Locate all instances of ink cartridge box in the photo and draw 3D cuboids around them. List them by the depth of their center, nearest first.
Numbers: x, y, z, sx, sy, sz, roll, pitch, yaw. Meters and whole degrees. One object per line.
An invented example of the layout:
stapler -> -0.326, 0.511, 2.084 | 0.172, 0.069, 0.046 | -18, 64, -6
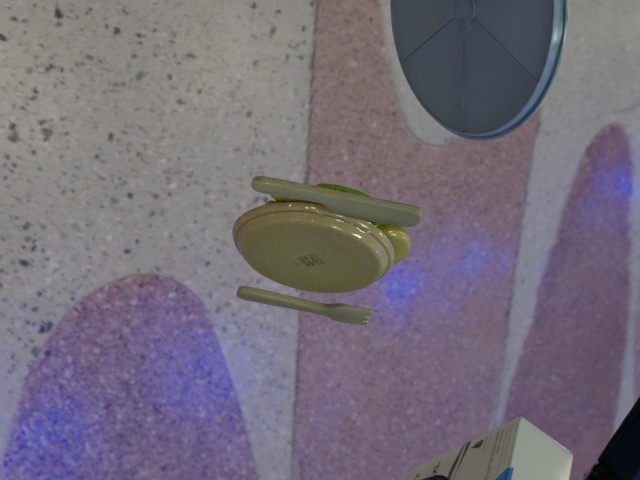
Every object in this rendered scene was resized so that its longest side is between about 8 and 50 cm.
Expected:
ink cartridge box -> 0.174, 0.308, 1.013 | 0.086, 0.203, 0.148 | 36, 46, -12

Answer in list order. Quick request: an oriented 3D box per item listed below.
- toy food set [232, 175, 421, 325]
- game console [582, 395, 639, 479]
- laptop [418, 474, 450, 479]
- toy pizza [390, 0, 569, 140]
toy food set -> 0.000, 0.000, 0.678 | 0.192, 0.132, 0.038 | 109, -8, -60
game console -> 0.167, 0.129, 0.364 | 0.107, 0.122, 0.071 | -52, 165, -32
laptop -> -0.041, 0.417, 0.631 | 0.382, 0.236, 0.408 | -16, 136, -4
toy pizza -> 0.120, -0.177, 0.683 | 0.032, 0.201, 0.201 | -12, 114, -28
